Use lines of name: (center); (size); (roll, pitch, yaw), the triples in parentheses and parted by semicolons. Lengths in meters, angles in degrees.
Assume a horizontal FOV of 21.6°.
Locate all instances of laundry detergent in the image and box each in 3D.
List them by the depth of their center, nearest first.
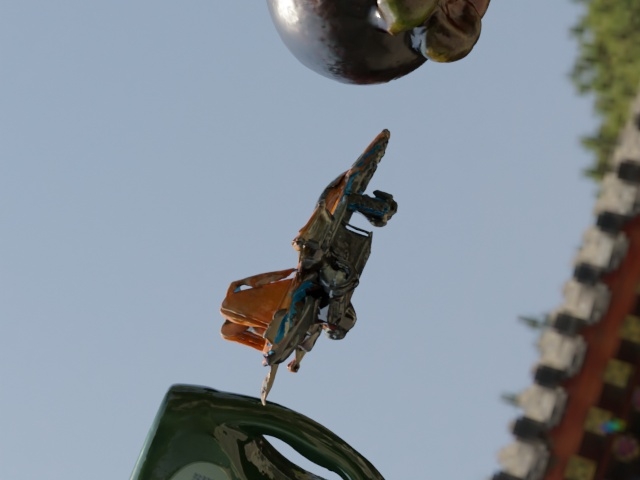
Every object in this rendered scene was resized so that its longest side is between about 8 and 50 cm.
laundry detergent: (-0.016, 0.171, 1.065); (0.063, 0.211, 0.137); (-71, 3, -61)

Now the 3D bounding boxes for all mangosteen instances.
mangosteen: (0.051, -0.230, 1.453); (0.210, 0.210, 0.209); (-20, -63, -47)

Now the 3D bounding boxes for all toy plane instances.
toy plane: (0.010, 0.005, 0.957); (0.188, 0.062, 0.135); (-49, -20, -33)
